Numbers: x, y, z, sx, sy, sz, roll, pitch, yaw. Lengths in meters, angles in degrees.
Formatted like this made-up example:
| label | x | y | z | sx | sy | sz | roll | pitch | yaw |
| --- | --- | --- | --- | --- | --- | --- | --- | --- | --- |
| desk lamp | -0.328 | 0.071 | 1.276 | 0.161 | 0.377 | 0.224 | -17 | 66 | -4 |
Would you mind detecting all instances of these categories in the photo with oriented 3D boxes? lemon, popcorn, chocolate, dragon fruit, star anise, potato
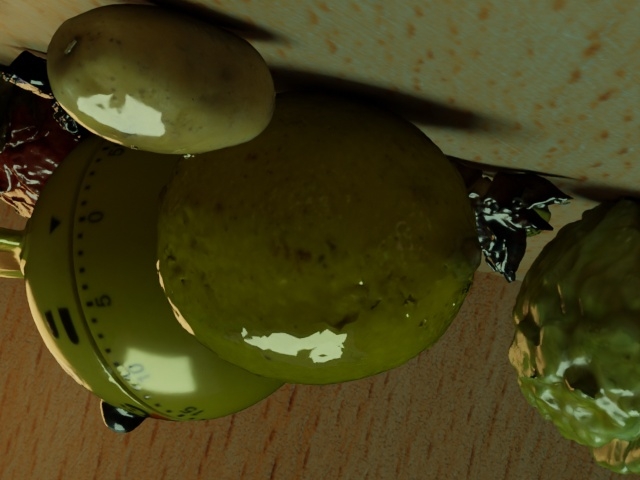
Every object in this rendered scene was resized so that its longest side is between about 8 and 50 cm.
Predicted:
| label | x | y | z | sx | sy | sz | roll | pitch | yaw |
| --- | --- | --- | --- | --- | --- | --- | --- | --- | --- |
| lemon | 0.000 | 0.000 | 1.716 | 0.310 | 0.258 | 0.258 | 6 | 174 | 27 |
| popcorn | 0.326 | 0.096 | 2.005 | 0.282 | 0.247 | 0.282 | 47 | 167 | 14 |
| chocolate | -0.264 | -0.149 | 2.014 | 0.072 | 0.070 | 0.147 | -16 | 170 | 13 |
| dragon fruit | -0.364 | -0.114 | 2.270 | 0.317 | 0.152 | 0.205 | 11 | 175 | 43 |
| star anise | 0.166 | -0.027 | 2.032 | 0.212 | 0.053 | 0.157 | 14 | 146 | 22 |
| potato | -0.114 | -0.117 | 1.464 | 0.178 | 0.109 | 0.118 | 9 | 158 | -35 |

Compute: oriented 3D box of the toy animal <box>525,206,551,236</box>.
| label | x | y | z | sx | sy | sz | roll | pitch | yaw |
| --- | --- | --- | --- | --- | --- | --- | --- | --- | --- |
| toy animal | 0.202 | -0.033 | 2.162 | 0.136 | 0.073 | 0.181 | 6 | 168 | -23 |

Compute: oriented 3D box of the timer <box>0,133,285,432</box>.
| label | x | y | z | sx | sy | sz | roll | pitch | yaw |
| --- | --- | --- | --- | --- | --- | --- | --- | --- | --- |
| timer | -0.180 | 0.037 | 2.146 | 0.387 | 0.376 | 0.376 | -12 | 162 | 36 |
